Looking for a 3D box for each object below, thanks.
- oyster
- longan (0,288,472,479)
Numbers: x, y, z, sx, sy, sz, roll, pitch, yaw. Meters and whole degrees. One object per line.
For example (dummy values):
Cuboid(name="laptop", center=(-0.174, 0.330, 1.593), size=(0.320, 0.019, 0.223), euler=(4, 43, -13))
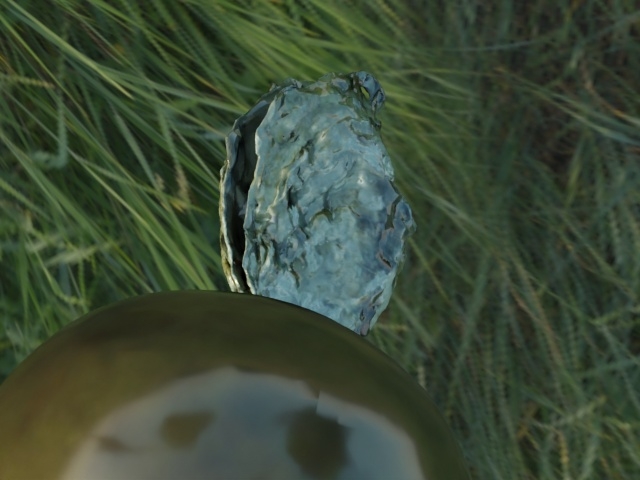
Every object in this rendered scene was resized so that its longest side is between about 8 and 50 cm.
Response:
Cuboid(name="oyster", center=(0.000, 0.000, 1.269), size=(0.198, 0.112, 0.267), euler=(-13, 100, -52))
Cuboid(name="longan", center=(-0.037, 0.109, 0.549), size=(0.185, 0.159, 0.204), euler=(5, 137, 10))
